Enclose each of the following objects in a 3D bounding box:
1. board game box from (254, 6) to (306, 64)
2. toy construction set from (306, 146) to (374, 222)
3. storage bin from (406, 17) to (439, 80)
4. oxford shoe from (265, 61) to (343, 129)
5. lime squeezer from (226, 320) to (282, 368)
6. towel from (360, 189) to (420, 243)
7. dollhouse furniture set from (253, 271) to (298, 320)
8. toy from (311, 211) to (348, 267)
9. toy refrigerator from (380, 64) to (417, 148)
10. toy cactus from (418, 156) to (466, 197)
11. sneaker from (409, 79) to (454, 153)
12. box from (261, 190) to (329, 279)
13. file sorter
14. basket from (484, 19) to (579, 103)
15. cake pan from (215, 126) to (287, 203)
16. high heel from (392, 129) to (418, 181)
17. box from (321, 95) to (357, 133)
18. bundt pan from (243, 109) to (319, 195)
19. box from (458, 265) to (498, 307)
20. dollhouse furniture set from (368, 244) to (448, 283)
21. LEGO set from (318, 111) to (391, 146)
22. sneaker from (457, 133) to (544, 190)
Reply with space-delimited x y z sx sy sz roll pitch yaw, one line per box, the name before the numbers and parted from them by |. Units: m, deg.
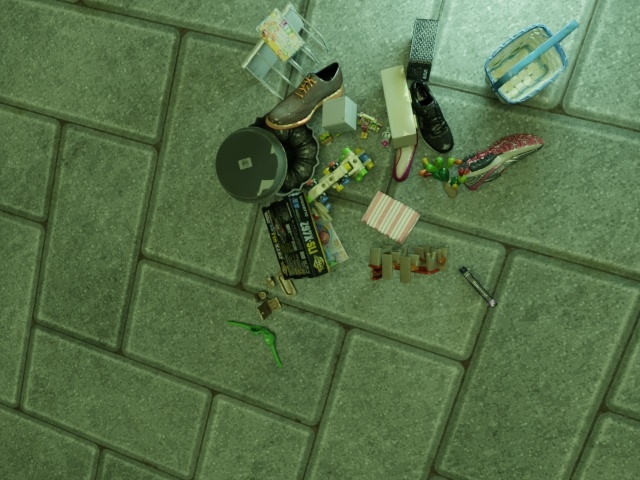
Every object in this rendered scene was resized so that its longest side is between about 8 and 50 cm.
board game box | -0.140 -0.710 1.417 0.103 0.026 0.154 -40 93 12
toy construction set | 0.055 -0.217 1.535 0.151 0.215 0.327 38 103 2
storage bin | 0.362 -0.678 1.450 0.084 0.122 0.180 9 84 10
oxford shoe | -0.060 -0.530 1.471 0.130 0.132 0.364 36 63 21
lime squeezer | -0.264 0.417 1.767 0.310 0.059 0.110 38 132 3
towel | 0.274 -0.092 1.604 0.197 0.029 0.144 31 102 9
dollhouse furniture set | -0.191 0.224 1.683 0.151 0.123 0.144 -26 91 13
toy | 0.000 0.000 1.653 0.137 0.056 0.237 -27 91 12
toy refrigerator | 0.287 -0.484 1.478 0.094 0.102 0.269 -9 78 12
toy cactus | 0.457 -0.223 1.489 0.112 0.219 0.180 -47 126 -14
sneaker | 0.397 -0.448 1.485 0.107 0.124 0.283 -28 91 13
box | -0.104 -0.009 1.585 0.079 0.257 0.322 -19 93 -30
file sorter | -0.122 -0.686 1.529 0.173 0.193 0.277 42 103 1
basket | 0.668 -0.574 1.330 0.255 0.289 0.201 -36 94 10
cake pan | -0.274 -0.287 1.550 0.293 0.054 0.293 1 96 12
high heel | 0.314 -0.340 1.518 0.082 0.117 0.244 16 100 9
box | 0.069 -0.454 1.482 0.101 0.087 0.102 -1 84 32
bundt pan | -0.153 -0.340 1.609 0.331 0.124 0.331 1 97 10
box | 0.589 0.172 1.525 0.029 0.116 0.162 -43 88 11
dollhouse furniture set | 0.312 0.099 1.519 0.259 0.262 0.135 7 102 44
LEGO set | 0.127 -0.428 1.550 0.287 0.107 0.132 4 97 11
sneaker | 0.649 -0.290 1.471 0.299 0.121 0.112 -24 121 12
